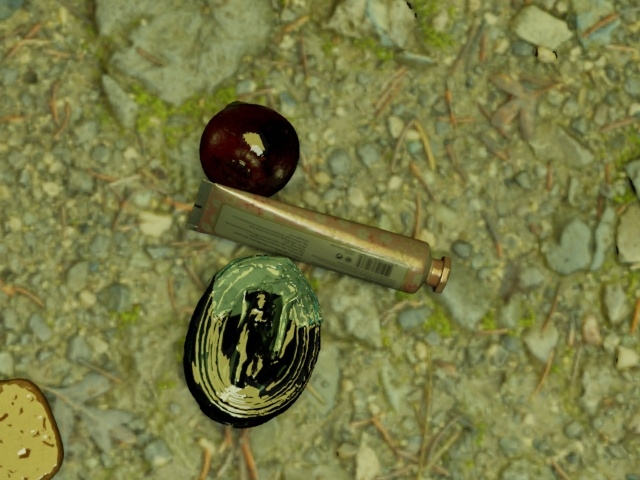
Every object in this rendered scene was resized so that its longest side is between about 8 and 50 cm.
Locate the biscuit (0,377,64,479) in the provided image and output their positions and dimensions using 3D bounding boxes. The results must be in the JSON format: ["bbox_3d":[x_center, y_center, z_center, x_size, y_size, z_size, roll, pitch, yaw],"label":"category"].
[{"bbox_3d":[-0.336,0.192,1.356,0.295,0.044,0.186,-18,83,-10],"label":"biscuit"}]

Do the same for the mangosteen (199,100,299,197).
[{"bbox_3d":[-0.054,-0.072,1.439,0.081,0.081,0.081,2,76,-7],"label":"mangosteen"}]

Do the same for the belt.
[{"bbox_3d":[-0.052,0.078,1.410,0.105,0.058,0.140,12,74,-7],"label":"belt"}]

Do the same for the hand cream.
[{"bbox_3d":[0.000,0.000,1.440,0.209,0.067,0.043,17,54,-7],"label":"hand cream"}]
